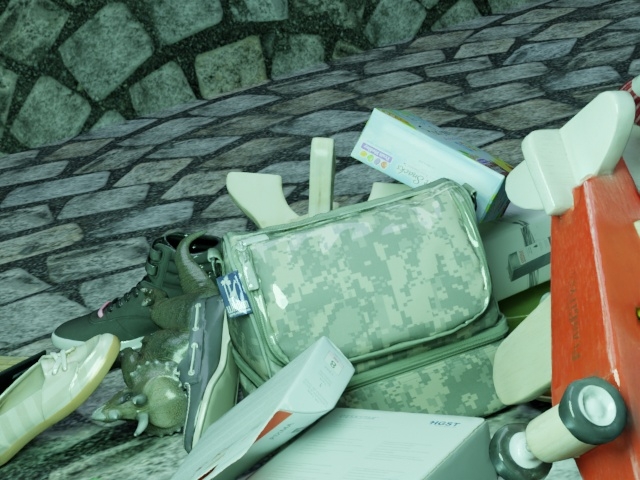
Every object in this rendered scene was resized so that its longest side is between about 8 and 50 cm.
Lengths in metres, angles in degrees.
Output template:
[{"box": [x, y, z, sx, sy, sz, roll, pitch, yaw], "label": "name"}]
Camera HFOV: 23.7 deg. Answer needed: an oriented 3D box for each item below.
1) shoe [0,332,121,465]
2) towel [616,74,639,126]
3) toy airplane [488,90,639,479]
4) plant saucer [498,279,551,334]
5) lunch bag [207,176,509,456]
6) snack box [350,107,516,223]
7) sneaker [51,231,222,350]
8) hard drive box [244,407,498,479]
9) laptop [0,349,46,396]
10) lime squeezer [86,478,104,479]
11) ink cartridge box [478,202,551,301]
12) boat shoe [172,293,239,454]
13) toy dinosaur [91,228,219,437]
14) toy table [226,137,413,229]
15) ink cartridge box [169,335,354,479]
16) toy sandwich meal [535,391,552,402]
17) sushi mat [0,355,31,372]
[{"box": [-0.326, 0.179, 1.779, 0.219, 0.058, 0.076, -41, 25, 2], "label": "shoe"}, {"box": [0.393, -0.086, 1.395, 0.037, 0.237, 0.329, -55, 0, -6], "label": "towel"}, {"box": [0.307, 0.057, 1.419, 0.272, 0.384, 0.386, 14, 13, -19], "label": "toy airplane"}, {"box": [0.258, 0.071, 1.954, 0.241, 0.037, 0.241, -10, 16, 3], "label": "plant saucer"}, {"box": [0.043, 0.081, 1.674, 0.305, 0.256, 0.212, -15, 16, -12], "label": "lunch bag"}, {"box": [0.145, -0.091, 1.832, 0.174, 0.070, 0.207, 29, 9, 12], "label": "snack box"}, {"box": [-0.242, 0.067, 2.112, 0.295, 0.147, 0.104, -10, 18, 9], "label": "sneaker"}, {"box": [0.034, 0.246, 1.421, 0.181, 0.089, 0.232, 0, 20, 35], "label": "hard drive box"}, {"box": [-0.498, 0.199, 1.848, 0.264, 0.137, 0.234, 18, 30, 37], "label": "laptop"}, {"box": [-0.215, 0.283, 1.526, 0.310, 0.059, 0.110, 1, 20, 33], "label": "lime squeezer"}, {"box": [0.229, 0.004, 1.968, 0.217, 0.092, 0.158, -19, 18, -29], "label": "ink cartridge box"}, {"box": [-0.132, 0.154, 1.737, 0.065, 0.075, 0.206, 1, 60, 20], "label": "boat shoe"}, {"box": [-0.175, 0.127, 1.840, 0.160, 0.121, 0.313, 0, 45, 41], "label": "toy dinosaur"}, {"box": [0.000, 0.000, 1.895, 0.252, 0.161, 0.274, 9, -24, -6], "label": "toy table"}, {"box": [-0.075, 0.207, 1.467, 0.189, 0.066, 0.232, -40, 10, 28], "label": "ink cartridge box"}, {"box": [0.260, 0.152, 1.673, 0.085, 0.029, 0.085, -1, 17, 0], "label": "toy sandwich meal"}, {"box": [-0.503, 0.190, 2.100, 0.316, 0.019, 0.151, -1, 21, 34], "label": "sushi mat"}]
